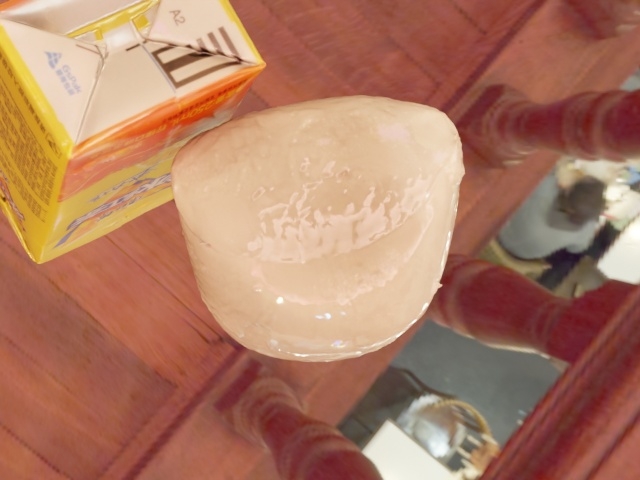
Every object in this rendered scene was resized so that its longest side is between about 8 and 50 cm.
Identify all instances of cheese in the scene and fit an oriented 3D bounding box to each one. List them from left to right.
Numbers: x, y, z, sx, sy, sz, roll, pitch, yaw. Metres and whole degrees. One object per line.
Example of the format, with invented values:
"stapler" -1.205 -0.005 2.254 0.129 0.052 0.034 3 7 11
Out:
"cheese" 0.000 0.000 0.850 0.198 0.189 0.154 -7 54 -7

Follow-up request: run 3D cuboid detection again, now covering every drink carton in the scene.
"drink carton" -0.166 -0.088 0.908 0.154 0.351 0.111 -28 88 -19
